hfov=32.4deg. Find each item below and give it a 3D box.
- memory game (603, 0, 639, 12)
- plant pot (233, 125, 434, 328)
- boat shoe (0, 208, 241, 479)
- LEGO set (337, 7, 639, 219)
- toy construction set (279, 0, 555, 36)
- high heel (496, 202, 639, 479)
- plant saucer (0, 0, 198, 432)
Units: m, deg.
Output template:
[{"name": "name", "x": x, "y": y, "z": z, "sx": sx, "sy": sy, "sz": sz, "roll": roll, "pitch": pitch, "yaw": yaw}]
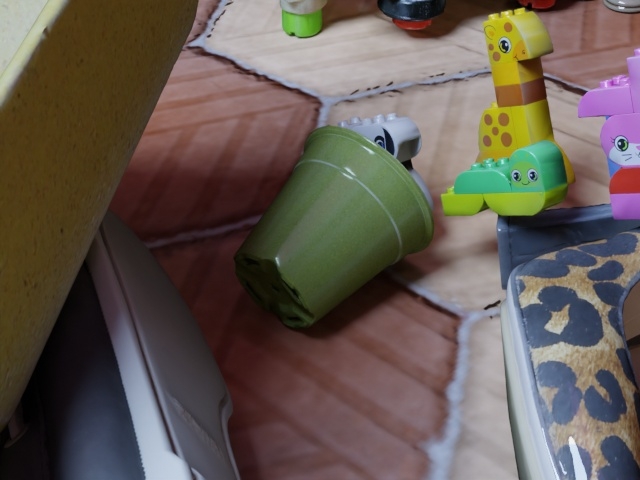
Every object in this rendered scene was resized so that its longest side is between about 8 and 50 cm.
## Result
[{"name": "memory game", "x": 0.259, "y": -0.220, "z": 0.855, "sx": 0.186, "sy": 0.012, "sz": 0.186, "roll": -3, "pitch": 38, "yaw": 2}, {"name": "plant pot", "x": 0.000, "y": 0.000, "z": 0.547, "sx": 0.083, "sy": 0.083, "sz": 0.079, "roll": 26, "pitch": 59, "yaw": 33}, {"name": "boat shoe", "x": -0.083, "y": 0.080, "z": 0.403, "sx": 0.095, "sy": 0.112, "sz": 0.335, "roll": -34, "pitch": 29, "yaw": -1}, {"name": "LEGO set", "x": 0.103, "y": -0.066, "z": 0.539, "sx": 0.087, "sy": 0.093, "sz": 0.227, "roll": -21, "pitch": 14, "yaw": -39}, {"name": "toy construction set", "x": 0.071, "y": -0.255, "z": 0.823, "sx": 0.327, "sy": 0.151, "sz": 0.215, "roll": -25, "pitch": 40, "yaw": -8}, {"name": "high heel", "x": 0.168, "y": 0.042, "z": 0.446, "sx": 0.186, "sy": 0.093, "sz": 0.261, "roll": -5, "pitch": 28, "yaw": 10}, {"name": "plant saucer", "x": -0.189, "y": -0.010, "z": 0.457, "sx": 0.332, "sy": 0.081, "sz": 0.333, "roll": -20, "pitch": 37, "yaw": 32}]
